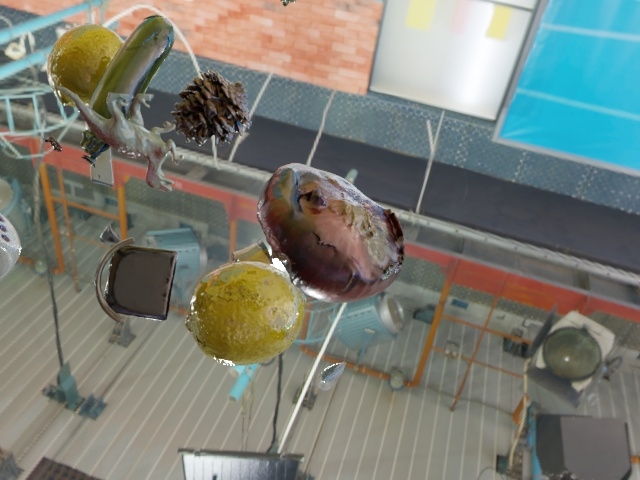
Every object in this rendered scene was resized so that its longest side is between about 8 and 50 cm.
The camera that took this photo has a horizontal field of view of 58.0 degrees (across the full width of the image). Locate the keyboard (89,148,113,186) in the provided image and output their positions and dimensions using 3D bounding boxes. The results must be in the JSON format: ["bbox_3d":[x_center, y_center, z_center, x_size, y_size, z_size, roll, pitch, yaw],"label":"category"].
[{"bbox_3d":[-0.552,-0.203,1.448,0.055,0.014,0.176,14,-139,-37],"label":"keyboard"}]

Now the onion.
[{"bbox_3d":[0.000,0.000,0.989,0.271,0.195,0.272,23,-144,-18],"label":"onion"}]

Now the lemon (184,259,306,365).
[{"bbox_3d":[-0.178,0.176,1.425,0.310,0.258,0.258,-7,-140,-18],"label":"lemon"}]

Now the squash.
[{"bbox_3d":[-0.372,-0.293,1.095,0.087,0.087,0.332,21,-103,15],"label":"squash"}]

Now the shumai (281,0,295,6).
[{"bbox_3d":[-0.051,-0.698,1.506,0.184,0.184,0.142,20,-178,14],"label":"shumai"}]

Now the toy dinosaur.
[{"bbox_3d":[-0.361,-0.194,1.042,0.242,0.167,0.053,14,-166,-32],"label":"toy dinosaur"}]

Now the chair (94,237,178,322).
[{"bbox_3d":[-0.436,0.098,1.373,0.166,0.188,0.272,9,173,-15],"label":"chair"}]

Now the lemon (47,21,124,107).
[{"bbox_3d":[-0.507,-0.377,1.278,0.178,0.178,0.203,27,-106,21],"label":"lemon"}]

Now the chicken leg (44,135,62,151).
[{"bbox_3d":[-0.836,-0.307,1.810,0.083,0.036,0.021,37,-149,18],"label":"chicken leg"}]

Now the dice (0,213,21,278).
[{"bbox_3d":[-0.995,0.012,1.642,0.191,0.194,0.193,-37,-129,0],"label":"dice"}]

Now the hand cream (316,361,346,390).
[{"bbox_3d":[0.019,0.310,1.302,0.065,0.171,0.043,-34,-103,-20],"label":"hand cream"}]

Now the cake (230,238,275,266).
[{"bbox_3d":[-0.226,0.115,1.735,0.178,0.185,0.208,-19,-140,-11],"label":"cake"}]

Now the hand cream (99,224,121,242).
[{"bbox_3d":[-0.635,-0.015,1.749,0.039,0.062,0.163,-35,-166,-29],"label":"hand cream"}]

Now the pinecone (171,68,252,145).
[{"bbox_3d":[-0.229,-0.270,1.204,0.173,0.174,0.174,6,-143,-5],"label":"pinecone"}]
